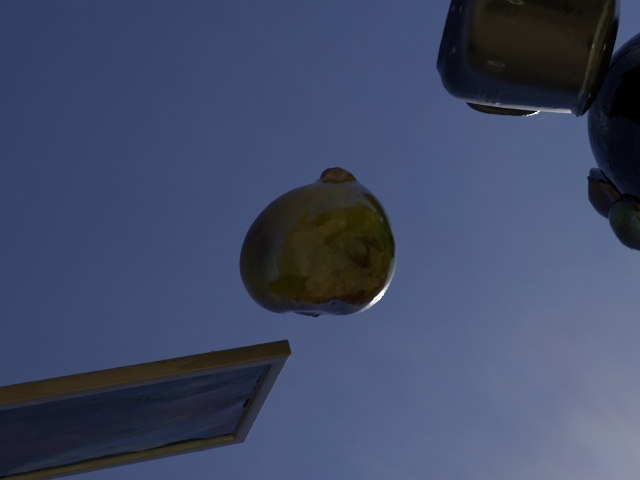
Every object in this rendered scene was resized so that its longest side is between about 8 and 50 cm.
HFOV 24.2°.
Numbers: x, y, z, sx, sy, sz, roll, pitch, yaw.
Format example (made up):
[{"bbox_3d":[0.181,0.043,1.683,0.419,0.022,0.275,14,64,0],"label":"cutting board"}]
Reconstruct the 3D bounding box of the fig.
[{"bbox_3d":[0.000,0.012,1.300,0.153,0.136,0.121,-70,-19,-64],"label":"fig"}]

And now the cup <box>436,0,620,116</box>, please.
[{"bbox_3d":[0.218,-0.205,1.588,0.176,0.223,0.169,12,-120,5],"label":"cup"}]

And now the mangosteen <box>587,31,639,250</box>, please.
[{"bbox_3d":[0.448,-0.105,1.674,0.300,0.300,0.300,1,-91,-37],"label":"mangosteen"}]

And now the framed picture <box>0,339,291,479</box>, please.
[{"bbox_3d":[-0.159,0.139,1.148,0.250,0.184,0.016,-7,-117,-20],"label":"framed picture"}]
